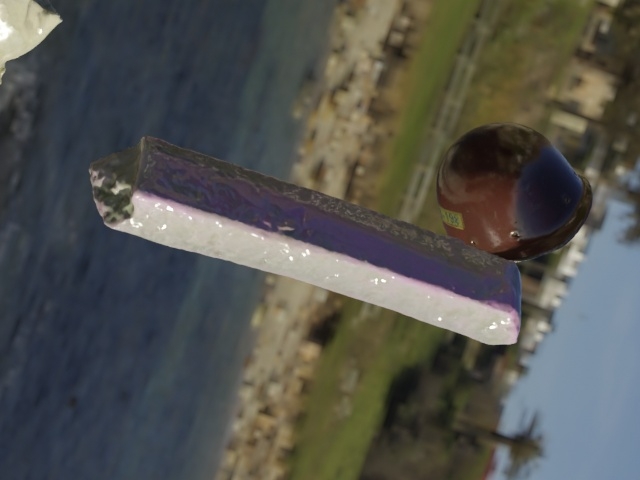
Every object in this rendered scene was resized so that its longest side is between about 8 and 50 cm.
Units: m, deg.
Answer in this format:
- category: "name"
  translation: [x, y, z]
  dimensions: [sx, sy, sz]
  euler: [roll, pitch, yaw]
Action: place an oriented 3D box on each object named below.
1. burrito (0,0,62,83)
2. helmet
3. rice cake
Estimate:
- category: "burrito"
  translation: [-0.364, -0.097, 1.472]
  dimensions: [0.392, 0.117, 0.076]
  euler: [-38, -145, 26]
- category: "helmet"
  translation: [0.177, -0.056, 1.762]
  dimensions: [0.106, 0.155, 0.175]
  euler: [60, 0, -29]
- category: "rice cake"
  translation: [0.000, 0.000, 1.383]
  dimensions: [0.056, 0.365, 0.072]
  euler: [-54, -155, 42]
